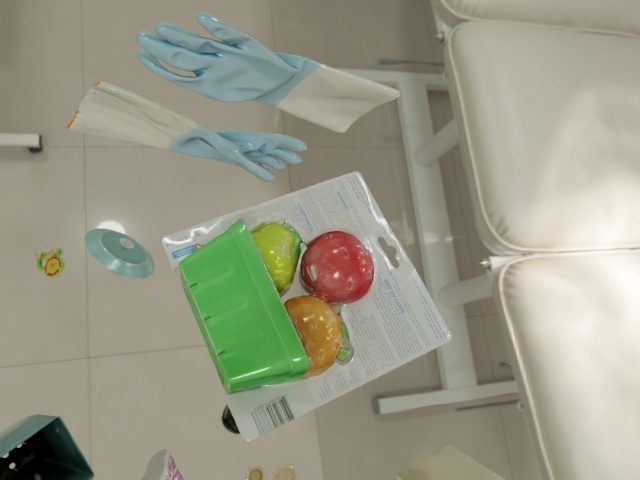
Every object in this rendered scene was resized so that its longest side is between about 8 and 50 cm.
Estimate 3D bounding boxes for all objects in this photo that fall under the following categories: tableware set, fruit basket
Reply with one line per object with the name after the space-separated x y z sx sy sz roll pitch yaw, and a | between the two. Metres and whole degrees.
-0.139 0.666 1.381 0.169 0.020 0.141 7 81 -19 | tableware set
-0.020 0.078 0.805 0.353 0.165 0.327 -19 71 -26 | fruit basket

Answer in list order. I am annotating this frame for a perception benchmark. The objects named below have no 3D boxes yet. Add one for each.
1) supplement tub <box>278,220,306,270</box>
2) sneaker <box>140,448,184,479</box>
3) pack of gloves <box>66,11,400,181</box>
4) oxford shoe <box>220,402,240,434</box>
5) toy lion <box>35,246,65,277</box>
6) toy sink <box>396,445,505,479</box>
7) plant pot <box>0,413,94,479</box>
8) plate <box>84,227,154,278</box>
0.000 0.000 1.644 0.316 0.228 0.228 20 69 -38 | supplement tub
-0.487 0.787 1.643 0.102 0.282 0.161 -28 96 0 | sneaker
-0.073 -0.101 0.465 0.232 0.195 0.046 7 70 -41 | pack of gloves
-0.179 0.433 1.622 0.169 0.130 0.449 32 106 11 | oxford shoe
-0.852 0.073 1.651 0.100 0.034 0.096 -11 74 16 | toy lion
0.283 0.545 1.054 0.153 0.234 0.131 -16 99 -23 | toy sink
-0.649 0.487 1.138 0.165 0.234 0.165 -36 109 -44 | plant pot
-0.501 0.025 1.321 0.188 0.188 0.024 37 108 -4 | plate
